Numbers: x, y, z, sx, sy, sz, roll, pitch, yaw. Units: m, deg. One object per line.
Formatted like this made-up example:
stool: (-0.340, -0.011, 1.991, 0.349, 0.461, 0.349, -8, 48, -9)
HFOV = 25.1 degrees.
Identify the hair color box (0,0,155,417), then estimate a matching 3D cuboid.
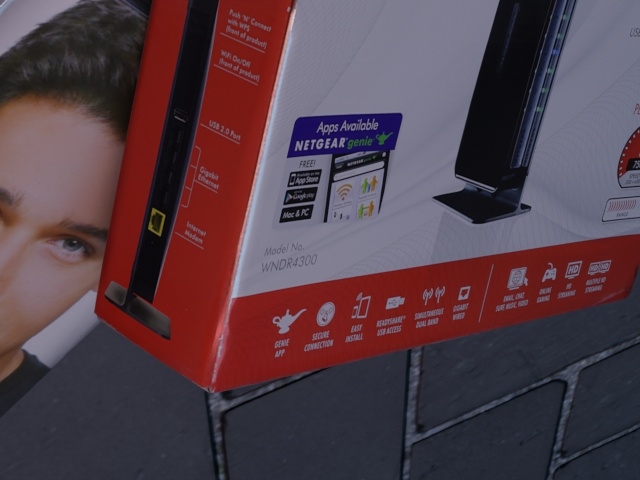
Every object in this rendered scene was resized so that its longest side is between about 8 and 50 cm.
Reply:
hair color box: (-0.211, 0.004, 0.689, 0.374, 0.114, 0.185, -44, 144, 13)

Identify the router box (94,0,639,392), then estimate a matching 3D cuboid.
router box: (0.069, -0.103, 0.679, 0.335, 0.082, 0.301, -8, 118, -47)
